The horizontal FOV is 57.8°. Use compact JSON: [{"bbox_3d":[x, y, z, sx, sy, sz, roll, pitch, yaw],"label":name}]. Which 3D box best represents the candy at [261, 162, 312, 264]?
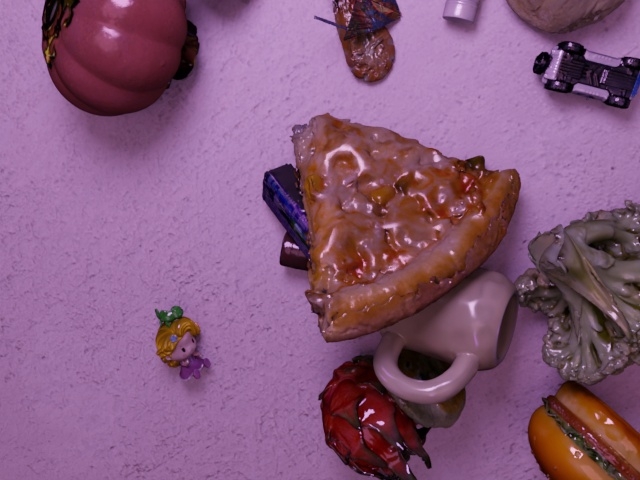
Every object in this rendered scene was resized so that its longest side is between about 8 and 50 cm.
[{"bbox_3d":[0.000,0.000,1.023,0.061,0.088,0.312,-27,67,-23],"label":"candy"}]

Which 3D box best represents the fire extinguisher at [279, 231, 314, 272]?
[{"bbox_3d":[0.043,0.022,1.096,0.231,0.071,0.099,10,88,6],"label":"fire extinguisher"}]

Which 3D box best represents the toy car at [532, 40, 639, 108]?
[{"bbox_3d":[0.444,-0.278,0.970,0.170,0.070,0.080,15,104,3],"label":"toy car"}]

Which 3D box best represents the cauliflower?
[{"bbox_3d":[0.449,0.066,0.967,0.281,0.260,0.327,31,70,-2],"label":"cauliflower"}]

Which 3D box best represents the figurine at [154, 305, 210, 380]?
[{"bbox_3d":[-0.300,0.202,1.176,0.114,0.095,0.156,-4,121,30],"label":"figurine"}]

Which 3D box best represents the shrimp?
[{"bbox_3d":[0.069,-0.370,1.025,0.091,0.043,0.184,-28,103,6],"label":"shrimp"}]

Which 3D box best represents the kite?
[{"bbox_3d":[0.073,-0.419,0.998,0.160,0.010,0.183,18,79,-20],"label":"kite"}]

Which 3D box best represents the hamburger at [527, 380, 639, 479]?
[{"bbox_3d":[0.477,0.377,1.020,0.246,0.246,0.170,44,96,-3],"label":"hamburger"}]

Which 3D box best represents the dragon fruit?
[{"bbox_3d":[0.102,0.339,1.075,0.193,0.192,0.274,-31,54,9],"label":"dragon fruit"}]

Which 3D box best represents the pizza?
[{"bbox_3d":[0.155,-0.051,0.967,0.391,0.080,0.435,-4,63,-6],"label":"pizza"}]

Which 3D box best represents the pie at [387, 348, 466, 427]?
[{"bbox_3d":[0.190,0.257,1.064,0.187,0.187,0.041,39,128,-1],"label":"pie"}]

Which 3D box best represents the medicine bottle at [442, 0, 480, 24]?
[{"bbox_3d":[0.243,-0.416,0.977,0.057,0.057,0.089,14,104,5],"label":"medicine bottle"}]

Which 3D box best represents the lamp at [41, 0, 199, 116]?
[{"bbox_3d":[-0.331,-0.357,0.981,0.305,0.239,0.306,-7,80,47],"label":"lamp"}]

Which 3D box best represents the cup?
[{"bbox_3d":[0.203,0.138,0.976,0.202,0.255,0.173,13,118,31],"label":"cup"}]

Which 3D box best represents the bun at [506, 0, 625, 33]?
[{"bbox_3d":[0.399,-0.446,0.908,0.220,0.134,0.221,1,98,8],"label":"bun"}]
